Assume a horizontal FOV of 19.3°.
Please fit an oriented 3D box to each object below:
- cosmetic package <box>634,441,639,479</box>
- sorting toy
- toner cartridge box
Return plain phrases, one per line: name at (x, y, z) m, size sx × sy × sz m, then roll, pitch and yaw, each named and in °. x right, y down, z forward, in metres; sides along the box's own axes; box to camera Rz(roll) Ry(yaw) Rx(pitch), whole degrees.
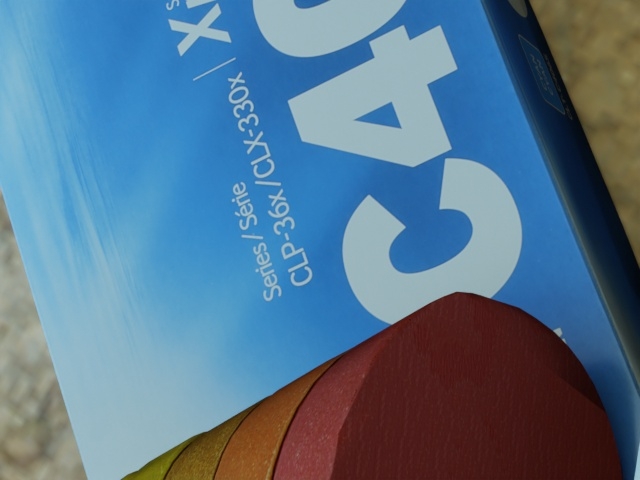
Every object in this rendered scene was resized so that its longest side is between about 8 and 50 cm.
cosmetic package at (0.246, 0.084, 0.344) m, size 0.377 × 0.097 × 0.285 m, roll 10°, pitch 102°, yaw 20°
sorting toy at (-0.020, 0.194, 0.447) m, size 0.126 × 0.127 × 0.366 m, roll -1°, pitch 78°, yaw 40°
toner cartridge box at (0.000, 0.000, 0.569) m, size 0.165 × 0.075 × 0.348 m, roll -26°, pitch 71°, yaw 18°
